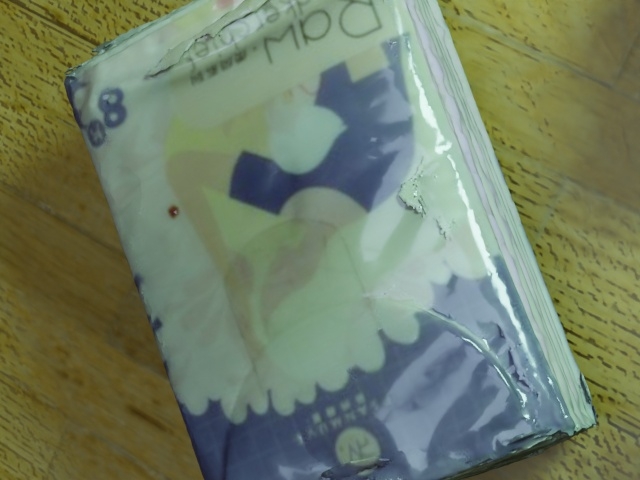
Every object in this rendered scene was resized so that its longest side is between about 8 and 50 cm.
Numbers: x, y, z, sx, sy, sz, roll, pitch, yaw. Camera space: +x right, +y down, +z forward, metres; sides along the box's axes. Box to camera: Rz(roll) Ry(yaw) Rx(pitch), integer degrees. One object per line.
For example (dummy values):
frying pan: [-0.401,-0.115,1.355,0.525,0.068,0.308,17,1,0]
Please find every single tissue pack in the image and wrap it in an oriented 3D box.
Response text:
tissue pack: [0.000,0.000,0.957,0.242,0.125,0.343,-24,77,22]
